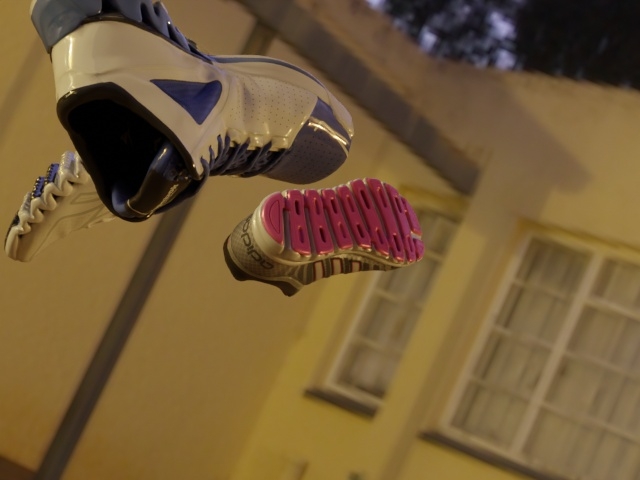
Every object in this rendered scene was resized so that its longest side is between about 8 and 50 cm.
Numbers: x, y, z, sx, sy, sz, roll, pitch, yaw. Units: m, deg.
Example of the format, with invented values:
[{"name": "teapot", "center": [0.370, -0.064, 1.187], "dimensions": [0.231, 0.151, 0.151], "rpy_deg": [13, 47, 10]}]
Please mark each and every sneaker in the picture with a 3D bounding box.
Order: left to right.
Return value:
[{"name": "sneaker", "center": [-0.217, -0.065, 1.740], "dimensions": [0.118, 0.292, 0.110], "rpy_deg": [46, 13, -17]}, {"name": "sneaker", "center": [-0.116, -0.085, 1.401], "dimensions": [0.315, 0.182, 0.127], "rpy_deg": [25, -43, -37]}, {"name": "sneaker", "center": [0.000, 0.000, 1.094], "dimensions": [0.075, 0.063, 0.170], "rpy_deg": [-29, -16, 38]}]
